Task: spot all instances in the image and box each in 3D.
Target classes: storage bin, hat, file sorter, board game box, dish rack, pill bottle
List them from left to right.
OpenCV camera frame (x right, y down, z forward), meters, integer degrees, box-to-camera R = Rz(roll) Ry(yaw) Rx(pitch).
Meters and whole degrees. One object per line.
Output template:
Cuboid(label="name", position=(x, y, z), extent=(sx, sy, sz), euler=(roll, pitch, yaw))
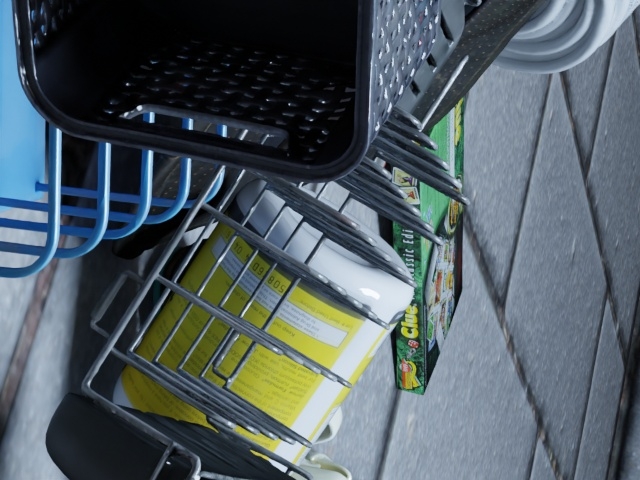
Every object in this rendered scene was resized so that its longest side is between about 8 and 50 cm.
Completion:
Cuboid(label="file sorter", position=(-0.114, -0.057, 0.692), extent=(0.170, 0.104, 0.118), euler=(-30, 125, -69))
Cuboid(label="storage bin", position=(-0.027, -0.121, 0.544), extent=(0.084, 0.122, 0.180), euler=(-59, 155, -51))
Cuboid(label="pill bottle", position=(-0.041, 0.068, 0.877), extent=(0.184, 0.103, 0.103), euler=(-56, 168, 15))
Cuboid(label="hat", position=(0.000, -0.126, 0.905), extent=(0.134, 0.331, 0.331), euler=(55, 16, 9))
Cuboid(label="dish rack", position=(0.000, 0.000, 0.710), extent=(0.271, 0.074, 0.208), euler=(-58, 166, -2))
Cuboid(label="board game box", position=(0.090, -0.010, 1.430), extent=(0.136, 0.030, 0.259), euler=(-61, 156, -44))

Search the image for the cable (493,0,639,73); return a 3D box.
Cuboid(label="cable", position=(0.101, -0.227, 1.065), extent=(0.089, 0.257, 0.257), euler=(-43, 155, -23))

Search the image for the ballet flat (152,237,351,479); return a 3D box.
Cuboid(label="ballet flat", position=(-0.035, 0.126, 1.012), extent=(0.095, 0.096, 0.280), euler=(-62, 152, -50))

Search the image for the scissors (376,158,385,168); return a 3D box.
Cuboid(label="scissors", position=(0.073, -0.138, 1.368), extent=(0.297, 0.021, 0.109), euler=(-51, 143, -57))
